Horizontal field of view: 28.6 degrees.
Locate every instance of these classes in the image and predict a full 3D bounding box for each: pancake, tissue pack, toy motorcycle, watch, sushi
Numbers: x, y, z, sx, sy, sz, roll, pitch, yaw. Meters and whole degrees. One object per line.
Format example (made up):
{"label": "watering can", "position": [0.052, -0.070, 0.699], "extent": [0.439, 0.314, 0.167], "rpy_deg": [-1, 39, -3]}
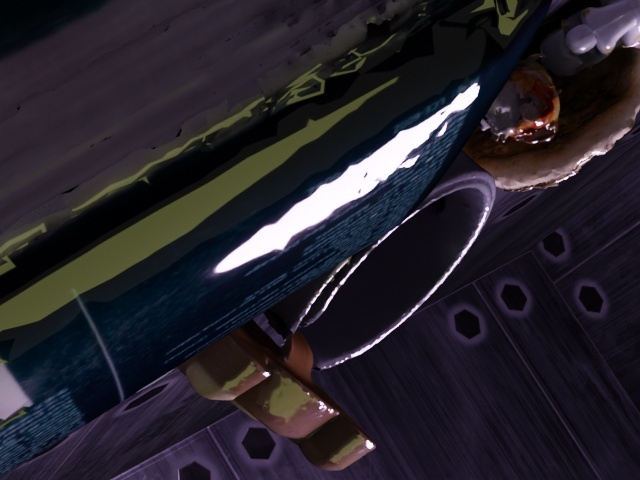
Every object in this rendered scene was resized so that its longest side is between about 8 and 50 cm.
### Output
{"label": "pancake", "position": [0.284, -0.146, 1.530], "extent": [0.282, 0.049, 0.282], "rpy_deg": [-31, -161, 12]}
{"label": "tissue pack", "position": [-0.161, -0.036, 0.463], "extent": [0.416, 0.253, 0.264], "rpy_deg": [-30, 171, -11]}
{"label": "toy motorcycle", "position": [0.333, -0.249, 1.447], "extent": [0.228, 0.074, 0.151], "rpy_deg": [-28, 179, 33]}
{"label": "watch", "position": [0.000, 0.000, 1.186], "extent": [0.327, 0.314, 0.335], "rpy_deg": [-45, 159, 0]}
{"label": "sushi", "position": [0.214, -0.160, 1.394], "extent": [0.103, 0.097, 0.226], "rpy_deg": [2, -171, -3]}

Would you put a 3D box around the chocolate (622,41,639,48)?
{"label": "chocolate", "position": [0.410, -0.265, 1.624], "extent": [0.329, 0.065, 0.102], "rpy_deg": [-37, 170, 35]}

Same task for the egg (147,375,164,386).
{"label": "egg", "position": [-0.168, 0.009, 0.802], "extent": [0.282, 0.203, 0.203], "rpy_deg": [-11, 157, -50]}
